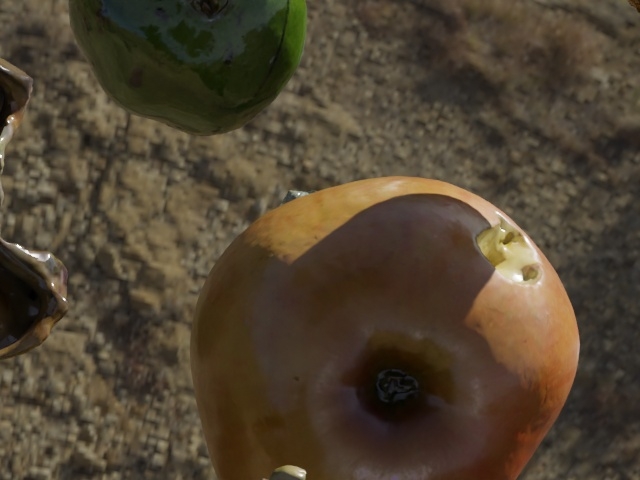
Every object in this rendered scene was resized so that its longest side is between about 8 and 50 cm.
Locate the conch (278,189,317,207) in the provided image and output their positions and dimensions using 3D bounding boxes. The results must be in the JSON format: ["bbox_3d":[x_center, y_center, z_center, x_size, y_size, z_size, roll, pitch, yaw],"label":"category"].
[{"bbox_3d":[0.002,-0.004,1.138,0.085,0.056,0.076,39,18,-3],"label":"conch"}]

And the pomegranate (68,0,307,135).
[{"bbox_3d":[-0.141,-0.233,1.539,0.254,0.270,0.254,3,80,-18],"label":"pomegranate"}]

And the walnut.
[{"bbox_3d":[-0.301,-0.021,1.053,0.204,0.141,0.238,-11,94,-41],"label":"walnut"}]

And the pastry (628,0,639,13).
[{"bbox_3d":[0.199,-0.154,0.840,0.097,0.057,0.109,49,19,-18],"label":"pastry"}]

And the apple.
[{"bbox_3d":[0.040,0.077,0.882,0.242,0.242,0.241,20,5,1],"label":"apple"}]

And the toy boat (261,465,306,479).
[{"bbox_3d":[-0.057,0.205,0.682,0.088,0.226,0.068,19,25,-10],"label":"toy boat"}]
